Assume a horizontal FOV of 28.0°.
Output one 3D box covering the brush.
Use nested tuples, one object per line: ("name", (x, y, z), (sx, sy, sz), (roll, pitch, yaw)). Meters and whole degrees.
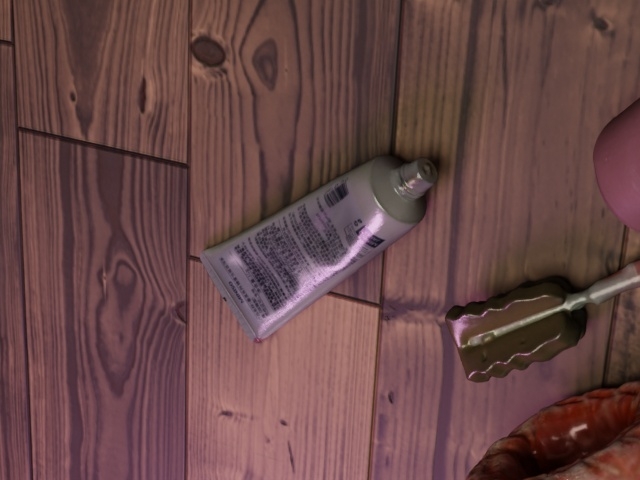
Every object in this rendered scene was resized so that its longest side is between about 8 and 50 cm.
("brush", (0.258, 0.055, 1.235), (0.301, 0.071, 0.084), (-25, 91, 28))

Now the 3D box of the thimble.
("thimble", (0.257, 0.252, 1.205), (0.239, 0.239, 0.162), (-25, 97, 34))

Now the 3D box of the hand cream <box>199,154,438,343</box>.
("hand cream", (0.000, 0.000, 1.369), (0.341, 0.078, 0.124), (-33, 91, 42))

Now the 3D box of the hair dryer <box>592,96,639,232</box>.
("hair dryer", (0.418, -0.028, 1.068), (0.352, 0.125, 0.210), (29, 160, -5))
